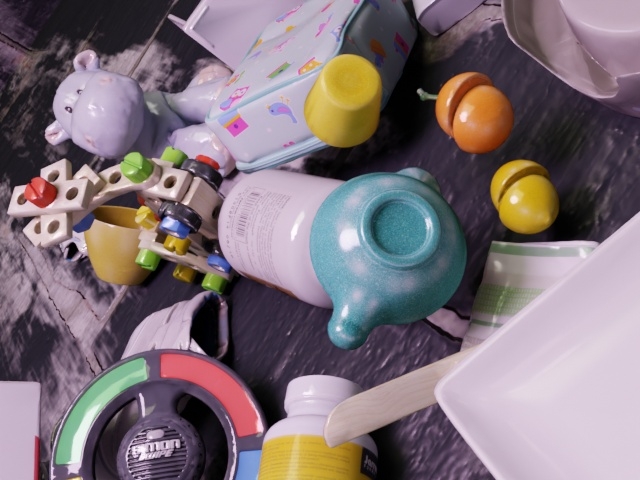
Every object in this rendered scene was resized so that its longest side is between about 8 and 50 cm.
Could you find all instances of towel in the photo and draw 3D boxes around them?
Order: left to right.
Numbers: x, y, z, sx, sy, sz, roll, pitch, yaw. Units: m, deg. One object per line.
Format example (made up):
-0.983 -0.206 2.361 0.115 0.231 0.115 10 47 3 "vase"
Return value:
0.168 0.069 0.680 0.113 0.023 0.152 -2 61 51 "towel"

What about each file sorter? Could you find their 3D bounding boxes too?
-0.058 -0.366 1.163 0.277 0.193 0.173 -53 31 4 "file sorter"

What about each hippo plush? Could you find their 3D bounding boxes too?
-0.260 -0.199 1.214 0.234 0.237 0.294 -59 35 4 "hippo plush"

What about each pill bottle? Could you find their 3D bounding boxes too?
-0.004 0.215 0.698 0.103 0.103 0.184 -23 47 39 "pill bottle"
0.000 0.000 0.843 0.229 0.131 0.131 16 76 55 "pill bottle"

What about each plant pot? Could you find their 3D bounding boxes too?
-0.290 0.011 1.207 0.134 0.134 0.095 32 112 56 "plant pot"

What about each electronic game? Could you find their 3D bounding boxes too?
-0.163 0.222 0.832 0.229 0.048 0.229 -1 67 3 "electronic game"

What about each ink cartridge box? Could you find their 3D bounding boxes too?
-0.416 0.335 0.994 0.197 0.114 0.272 -113 35 -51 "ink cartridge box"

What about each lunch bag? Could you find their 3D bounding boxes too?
-0.010 -0.205 0.981 0.224 0.108 0.279 -21 29 33 "lunch bag"

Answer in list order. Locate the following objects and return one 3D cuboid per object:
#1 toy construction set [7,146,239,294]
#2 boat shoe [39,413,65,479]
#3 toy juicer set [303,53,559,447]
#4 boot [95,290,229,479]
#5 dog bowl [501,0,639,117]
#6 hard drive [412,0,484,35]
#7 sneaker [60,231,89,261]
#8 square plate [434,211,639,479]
-0.194 -0.031 0.977 0.215 0.328 0.151 14 86 30 "toy construction set"
-0.282 0.280 0.983 0.116 0.099 0.319 -57 35 -1 "boat shoe"
0.095 0.004 0.683 0.089 0.209 0.328 111 158 -71 "toy juicer set"
-0.181 0.158 0.942 0.123 0.095 0.258 -31 29 28 "boot"
0.327 -0.255 0.683 0.349 0.102 0.348 -30 42 31 "dog bowl"
0.198 -0.441 1.038 0.233 0.047 0.353 -34 40 29 "hard drive"
-0.444 -0.005 1.443 0.191 0.071 0.082 3 71 52 "sneaker"
0.279 0.092 0.464 0.344 0.049 0.347 -40 37 3 "square plate"
